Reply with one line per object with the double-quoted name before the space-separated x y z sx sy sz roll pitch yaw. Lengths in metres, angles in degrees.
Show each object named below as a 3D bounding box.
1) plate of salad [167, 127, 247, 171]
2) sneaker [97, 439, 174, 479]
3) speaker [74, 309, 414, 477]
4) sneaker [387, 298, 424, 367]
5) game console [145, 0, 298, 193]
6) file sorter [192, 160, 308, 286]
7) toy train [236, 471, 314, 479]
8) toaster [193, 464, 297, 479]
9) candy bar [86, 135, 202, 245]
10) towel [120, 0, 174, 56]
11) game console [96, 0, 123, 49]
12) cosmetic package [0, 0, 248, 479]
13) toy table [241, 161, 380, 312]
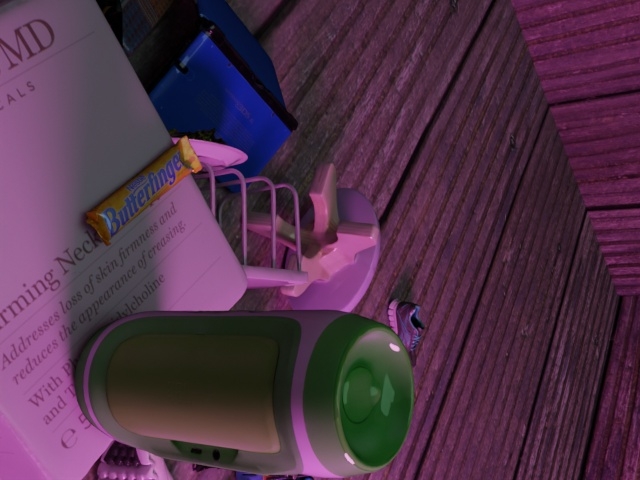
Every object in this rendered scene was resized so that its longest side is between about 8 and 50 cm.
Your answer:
"plate of salad" -0.206 -0.137 1.111 0.199 0.199 0.048 11 79 -52
"sneaker" -0.242 0.395 1.105 0.118 0.110 0.292 -35 123 -57
"speaker" -0.074 0.122 0.639 0.131 0.296 0.131 7 81 -52
"sneaker" 0.204 0.215 1.727 0.065 0.076 0.167 -24 106 -51
"game console" -0.179 -0.266 1.274 0.250 0.173 0.293 -51 144 -3
"file sorter" -0.179 -0.016 1.148 0.277 0.192 0.173 10 76 -52
"toy train" -0.073 0.414 1.341 0.184 0.080 0.105 14 70 -52
"toaster" -0.112 0.282 1.212 0.110 0.185 0.168 -45 133 -63
"candy bar" -0.174 -0.051 0.755 0.161 0.018 0.040 -50 124 -44
"towel" -0.331 -0.465 1.050 0.271 0.040 0.370 -77 145 -53
"game console" -0.290 -0.225 0.951 0.043 0.361 0.213 -12 59 -22
"cosmetic package" -0.355 -0.005 0.797 0.329 0.327 0.394 -51 125 -43
"toy table" 0.000 0.000 1.368 0.161 0.252 0.274 54 36 -58
